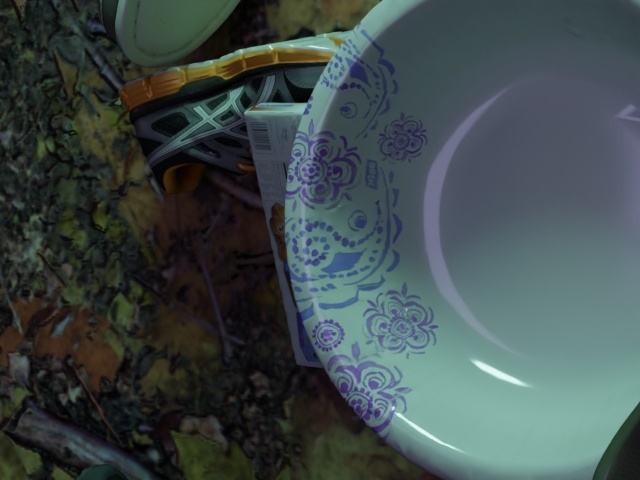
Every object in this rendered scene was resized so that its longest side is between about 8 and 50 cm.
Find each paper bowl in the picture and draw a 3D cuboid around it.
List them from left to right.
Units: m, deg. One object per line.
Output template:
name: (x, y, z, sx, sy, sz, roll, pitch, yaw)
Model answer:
paper bowl: (0.133, -0.011, 0.789, 0.284, 0.148, 0.284, 1, 92, 34)

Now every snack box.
snack box: (0.000, 0.000, 0.911, 0.064, 0.022, 0.178, 3, 117, 29)

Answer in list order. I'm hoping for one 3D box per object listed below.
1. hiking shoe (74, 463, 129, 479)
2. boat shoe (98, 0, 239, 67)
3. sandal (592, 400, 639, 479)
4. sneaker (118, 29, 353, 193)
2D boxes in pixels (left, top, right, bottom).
hiking shoe: (-0.079, 0.232, 0.992, 0.114, 0.086, 0.227, -41, 75, 13)
boat shoe: (-0.075, -0.263, 0.948, 0.091, 0.109, 0.305, 29, 100, 34)
sandal: (0.178, 0.061, 0.636, 0.090, 0.060, 0.219, 38, 117, 20)
sneaker: (-0.037, -0.084, 0.948, 0.214, 0.084, 0.083, -10, 94, 41)
